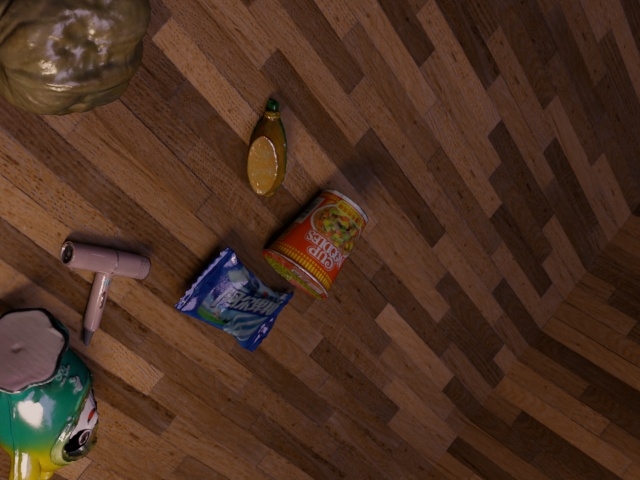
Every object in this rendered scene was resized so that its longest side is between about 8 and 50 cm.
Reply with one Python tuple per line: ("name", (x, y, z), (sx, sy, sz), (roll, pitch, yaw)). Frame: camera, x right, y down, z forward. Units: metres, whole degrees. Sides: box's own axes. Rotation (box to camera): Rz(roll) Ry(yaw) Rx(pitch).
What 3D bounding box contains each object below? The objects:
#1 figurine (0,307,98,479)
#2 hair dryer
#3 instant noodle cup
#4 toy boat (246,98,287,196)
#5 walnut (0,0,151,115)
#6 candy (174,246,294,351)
("figurine", (-0.553, 0.310, 2.048), (0.340, 0.231, 0.323), (88, 10, -45))
("hair dryer", (-0.472, 0.111, 2.137), (0.195, 0.054, 0.220), (16, 110, -47))
("instant noodle cup", (0.000, 0.000, 2.432), (0.212, 0.193, 0.193), (-54, 140, -15))
("toy boat", (-0.112, -0.188, 2.269), (0.088, 0.089, 0.229), (-64, 162, -58))
("walnut", (-0.424, -0.338, 1.727), (0.277, 0.253, 0.282), (-14, 122, -39))
("candy", (-0.187, 0.137, 2.401), (0.187, 0.077, 0.331), (-51, 142, -3))
